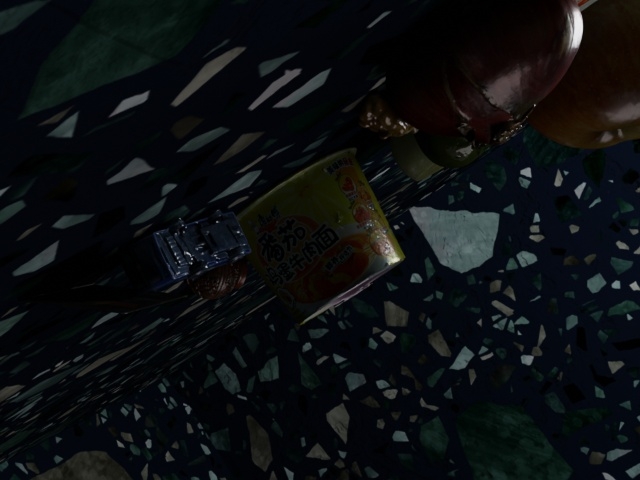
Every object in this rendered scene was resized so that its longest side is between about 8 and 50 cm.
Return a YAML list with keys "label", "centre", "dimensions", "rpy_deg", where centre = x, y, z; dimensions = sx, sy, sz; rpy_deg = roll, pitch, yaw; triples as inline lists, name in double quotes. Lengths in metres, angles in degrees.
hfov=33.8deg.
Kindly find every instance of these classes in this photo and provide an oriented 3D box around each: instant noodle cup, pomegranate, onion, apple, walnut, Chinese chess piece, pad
- label: "instant noodle cup"
  centre: [0.000, 0.000, 1.693]
  dimensions: [0.264, 0.200, 0.264]
  rpy_deg: [-32, 174, -4]
- label: "pomegranate"
  centre: [0.213, -0.190, 1.624]
  dimensions: [0.152, 0.131, 0.191]
  rpy_deg: [-37, -178, 8]
- label: "onion"
  centre: [0.198, -0.209, 1.257]
  dimensions: [0.248, 0.161, 0.248]
  rpy_deg: [-29, -163, 10]
- label: "apple"
  centre: [0.475, -0.273, 1.739]
  dimensions: [0.309, 0.250, 0.277]
  rpy_deg: [-32, 176, 14]
- label: "walnut"
  centre: [0.127, -0.187, 1.437]
  dimensions: [0.143, 0.069, 0.170]
  rpy_deg: [-34, 172, 26]
- label: "Chinese chess piece"
  centre: [0.232, -0.199, 1.839]
  dimensions: [0.237, 0.092, 0.238]
  rpy_deg: [-32, 175, -3]
- label: "pad"
  centre: [-0.270, 0.073, 1.335]
  dimensions: [0.142, 0.003, 0.211]
  rpy_deg: [5, -176, 12]

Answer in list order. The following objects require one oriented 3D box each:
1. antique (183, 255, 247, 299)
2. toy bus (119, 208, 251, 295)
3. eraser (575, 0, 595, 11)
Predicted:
- label: "antique"
  centre: [-0.169, 0.042, 1.624]
  dimensions: [0.104, 0.104, 0.104]
  rpy_deg: [-33, 175, -3]
- label: "toy bus"
  centre: [-0.178, 0.018, 1.435]
  dimensions: [0.094, 0.079, 0.236]
  rpy_deg: [-33, 175, 24]
- label: "eraser"
  centre: [0.352, -0.350, 1.436]
  dimensions: [0.157, 0.038, 0.230]
  rpy_deg: [-33, 175, -7]
